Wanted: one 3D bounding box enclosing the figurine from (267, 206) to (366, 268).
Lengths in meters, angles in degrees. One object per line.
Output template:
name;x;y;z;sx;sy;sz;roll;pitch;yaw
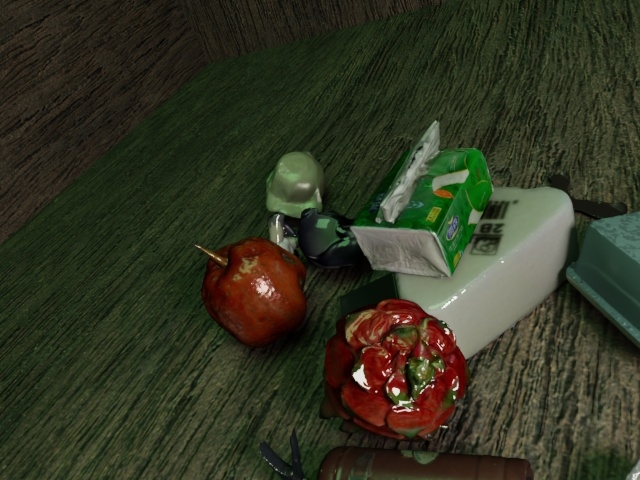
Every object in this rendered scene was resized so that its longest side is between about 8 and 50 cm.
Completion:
figurine;0.000;0.000;1.124;0.222;0.145;0.145;-7;37;15

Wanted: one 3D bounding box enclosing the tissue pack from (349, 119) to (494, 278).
tissue pack;0.159;-0.069;0.854;0.148;0.156;0.209;3;45;40

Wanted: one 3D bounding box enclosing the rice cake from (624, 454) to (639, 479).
rice cake;0.268;0.359;0.527;0.365;0.072;0.056;-42;40;-24

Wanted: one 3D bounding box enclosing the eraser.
eraser;0.278;0.020;0.920;0.331;0.149;0.331;-16;35;11

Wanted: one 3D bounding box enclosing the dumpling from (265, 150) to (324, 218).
dumpling;-0.069;-0.147;1.395;0.163;0.132;0.250;-13;50;3

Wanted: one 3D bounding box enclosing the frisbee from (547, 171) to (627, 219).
frisbee;0.478;-0.082;1.057;0.211;0.012;0.187;-5;37;28

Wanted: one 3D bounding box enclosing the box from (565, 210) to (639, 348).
box;0.478;0.056;0.759;0.162;0.130;0.227;-11;32;-7

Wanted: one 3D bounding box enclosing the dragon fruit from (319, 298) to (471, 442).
dragon fruit;0.094;0.185;0.753;0.192;0.274;0.193;0;67;-15

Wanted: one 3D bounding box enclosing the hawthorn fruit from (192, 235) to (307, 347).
hawthorn fruit;-0.143;0.074;1.018;0.207;0.243;0.207;-31;34;24

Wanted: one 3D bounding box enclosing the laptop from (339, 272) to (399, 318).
laptop;0.094;0.140;0.975;0.129;0.016;0.180;-27;31;18

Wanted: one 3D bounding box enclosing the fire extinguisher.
fire extinguisher;0.079;0.299;0.674;0.344;0.138;0.102;-5;18;26
